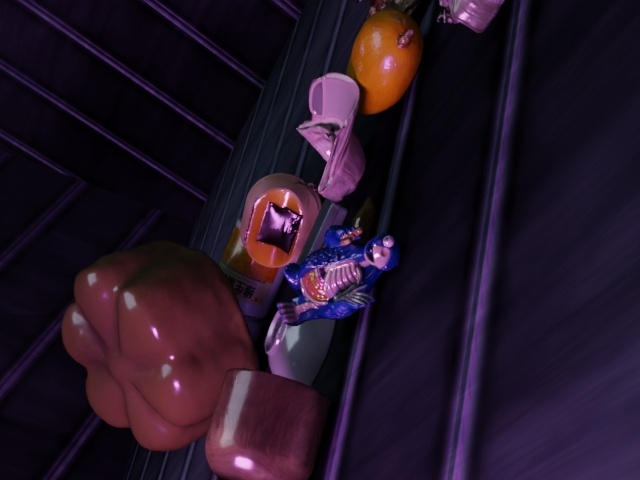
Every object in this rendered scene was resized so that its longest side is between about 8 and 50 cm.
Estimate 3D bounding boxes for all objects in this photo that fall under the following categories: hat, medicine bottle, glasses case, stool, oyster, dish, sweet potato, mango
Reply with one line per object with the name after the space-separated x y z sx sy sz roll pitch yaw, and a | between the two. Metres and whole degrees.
0.048 -0.209 1.698 0.226 0.164 0.219 -50 40 32 | hat
-0.163 0.070 2.043 0.158 0.158 0.318 -125 58 -74 | medicine bottle
0.000 0.000 1.768 0.078 0.039 0.184 -112 44 -70 | glasses case
-0.100 0.351 1.342 0.179 0.179 0.264 142 145 -65 | stool
0.141 -0.434 1.788 0.166 0.094 0.294 -128 53 -64 | oyster
-0.052 0.177 1.609 0.228 0.086 0.236 -147 79 -76 | dish
0.072 -0.009 1.515 0.041 0.038 0.153 90 -171 -59 | sweet potato
0.112 -0.340 1.669 0.317 0.119 0.176 137 132 -65 | mango

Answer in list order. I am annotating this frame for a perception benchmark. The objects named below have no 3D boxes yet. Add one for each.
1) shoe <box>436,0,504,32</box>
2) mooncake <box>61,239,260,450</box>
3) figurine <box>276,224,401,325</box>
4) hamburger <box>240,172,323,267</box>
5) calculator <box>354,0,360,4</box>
0.223 -0.423 1.383 0.149 0.109 0.293 -58 21 20 | shoe
-0.362 0.239 1.926 0.262 0.467 0.467 -25 -22 -43 | mooncake
0.042 0.057 1.399 0.262 0.121 0.164 -17 58 51 | figurine
-0.086 -0.041 1.887 0.116 0.173 0.210 -72 -4 -66 | hamburger
0.181 -0.584 1.735 0.274 0.028 0.165 -35 16 32 | calculator
